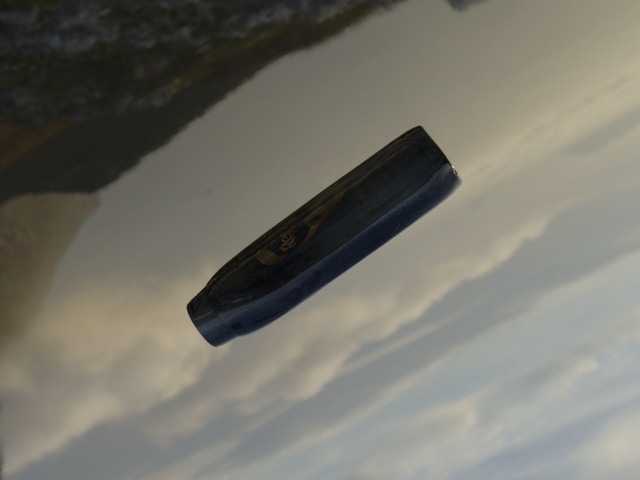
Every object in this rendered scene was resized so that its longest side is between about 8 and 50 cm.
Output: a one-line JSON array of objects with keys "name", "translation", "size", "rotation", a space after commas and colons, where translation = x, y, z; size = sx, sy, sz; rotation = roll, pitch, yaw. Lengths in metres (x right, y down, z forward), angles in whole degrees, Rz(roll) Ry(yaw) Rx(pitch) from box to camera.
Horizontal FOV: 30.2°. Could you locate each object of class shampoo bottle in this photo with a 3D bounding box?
[{"name": "shampoo bottle", "translation": [0.000, 0.000, 0.927], "size": [0.233, 0.049, 0.087], "rotation": [-35, -149, 6]}]
